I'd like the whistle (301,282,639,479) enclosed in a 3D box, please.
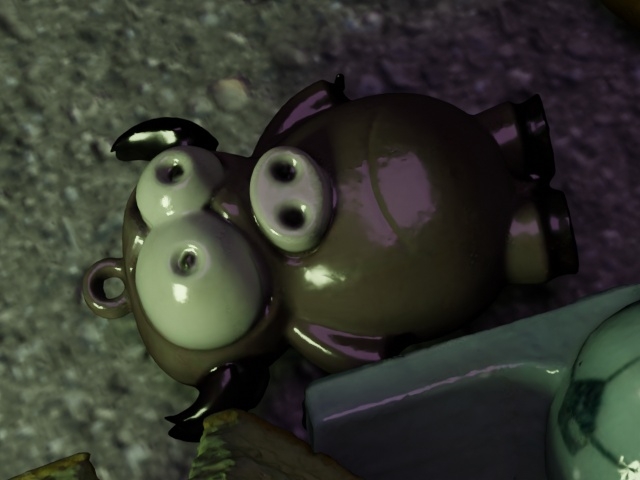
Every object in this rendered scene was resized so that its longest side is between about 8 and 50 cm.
[{"bbox_3d":[0.147,0.107,0.900,0.290,0.163,0.163,-17,63,-2],"label":"whistle"}]

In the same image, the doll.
[{"bbox_3d":[0.002,0.000,0.984,0.257,0.117,0.182,-9,68,-3],"label":"doll"}]

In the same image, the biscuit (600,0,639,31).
[{"bbox_3d":[0.317,-0.165,1.077,0.367,0.063,0.314,26,70,16],"label":"biscuit"}]

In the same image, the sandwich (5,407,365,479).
[{"bbox_3d":[-0.035,0.155,0.867,0.236,0.122,0.128,-18,104,7],"label":"sandwich"}]
